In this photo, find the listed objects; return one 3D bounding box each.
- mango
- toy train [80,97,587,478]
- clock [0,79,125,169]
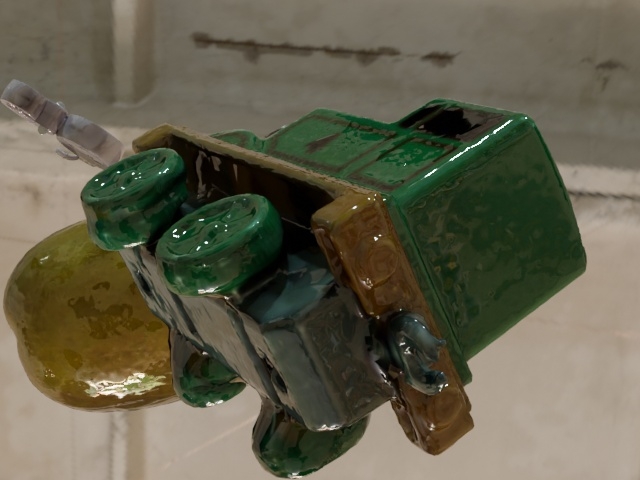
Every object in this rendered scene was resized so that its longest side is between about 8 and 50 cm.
[{"bbox_3d":[-0.127,0.063,1.423,0.445,0.301,0.220,-10,-108,-18],"label":"mango"},{"bbox_3d":[0.000,0.000,0.869,0.249,0.429,0.178,-33,-65,-17],"label":"toy train"},{"bbox_3d":[-0.255,-0.112,1.248,0.129,0.087,0.041,32,-101,-14],"label":"clock"}]
